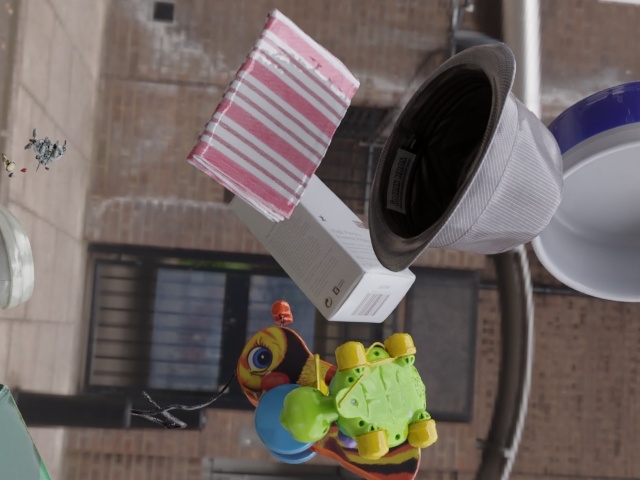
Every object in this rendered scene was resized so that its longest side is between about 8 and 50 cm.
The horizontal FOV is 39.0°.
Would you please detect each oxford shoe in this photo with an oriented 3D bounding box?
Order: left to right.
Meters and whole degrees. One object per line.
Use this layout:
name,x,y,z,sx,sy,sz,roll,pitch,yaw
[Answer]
oxford shoe,-0.516,-0.013,1.183,0.449,0.130,0.169,23,-62,48

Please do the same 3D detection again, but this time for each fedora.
fedora,0.155,-0.066,0.898,0.244,0.124,0.275,-65,-163,4

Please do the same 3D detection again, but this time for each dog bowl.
dog bowl,0.374,-0.051,1.043,0.265,0.264,0.104,101,-2,-47

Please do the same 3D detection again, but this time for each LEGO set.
LEGO set,-0.338,-0.101,1.084,0.023,0.083,0.054,23,-28,46

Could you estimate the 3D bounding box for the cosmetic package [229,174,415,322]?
cosmetic package,0.000,0.000,1.144,0.231,0.117,0.085,48,-67,31

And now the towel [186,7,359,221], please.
towel,-0.049,-0.135,0.992,0.029,0.144,0.197,14,-108,51

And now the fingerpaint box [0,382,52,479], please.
fingerpaint box,-0.515,0.293,1.039,0.163,0.444,0.371,-54,146,-43

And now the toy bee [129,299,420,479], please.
toy bee,-0.027,0.149,0.956,0.195,0.298,0.162,143,-33,-68

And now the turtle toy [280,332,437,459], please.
turtle toy,0.031,0.131,0.736,0.066,0.130,0.095,-33,-113,56
